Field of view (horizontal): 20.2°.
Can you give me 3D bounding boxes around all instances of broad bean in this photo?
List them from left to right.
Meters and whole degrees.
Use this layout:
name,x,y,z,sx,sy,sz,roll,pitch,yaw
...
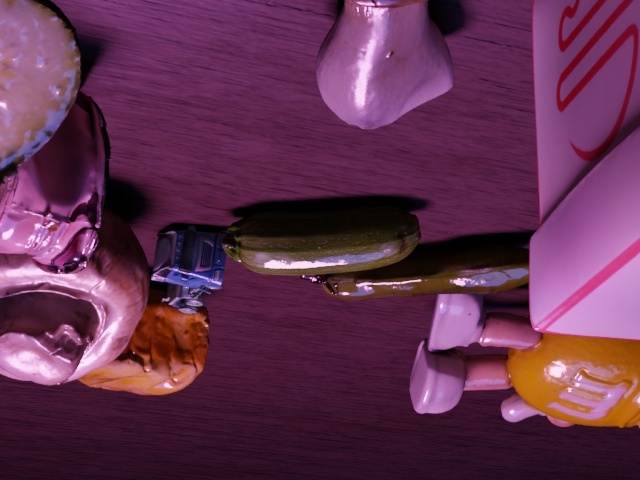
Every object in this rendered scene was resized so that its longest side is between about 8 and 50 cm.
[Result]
name,x,y,z,sx,sy,sz,roll,pitch,yaw
broad bean,0.121,0.039,2.076,0.325,0.067,0.075,-6,152,12

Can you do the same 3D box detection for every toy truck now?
name,x,y,z,sx,sy,sz,roll,pitch,yaw
toy truck,-0.163,0.034,2.081,0.081,0.067,0.175,12,162,-16

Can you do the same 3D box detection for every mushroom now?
name,x,y,z,sx,sy,sz,roll,pitch,yaw
mushroom,-0.304,0.049,1.918,0.255,0.184,0.255,7,143,5
mushroom,0.047,-0.166,1.452,0.116,0.093,0.225,-19,151,-1

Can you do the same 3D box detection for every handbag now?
name,x,y,z,sx,sy,sz,roll,pitch,yaw
handbag,-0.268,-0.063,1.607,0.116,0.179,0.205,7,-167,-32

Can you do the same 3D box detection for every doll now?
name,x,y,z,sx,sy,sz,roll,pitch,yaw
doll,0.312,0.130,2.230,0.423,0.161,0.348,-12,143,11

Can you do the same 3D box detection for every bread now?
name,x,y,z,sx,sy,sz,roll,pitch,yaw
bread,-0.283,0.110,2.174,0.294,0.132,0.167,18,163,-42

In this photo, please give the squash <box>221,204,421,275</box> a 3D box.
name,x,y,z,sx,sy,sz,roll,pitch,yaw
squash,0.000,0.000,1.951,0.219,0.077,0.068,-1,153,11

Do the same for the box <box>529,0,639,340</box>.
name,x,y,z,sx,sy,sz,roll,pitch,yaw
box,0.341,-0.100,1.291,0.314,0.300,0.312,5,161,-11

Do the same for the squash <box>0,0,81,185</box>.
name,x,y,z,sx,sy,sz,roll,pitch,yaw
squash,-0.354,-0.105,1.418,0.309,0.210,0.234,1,132,13
